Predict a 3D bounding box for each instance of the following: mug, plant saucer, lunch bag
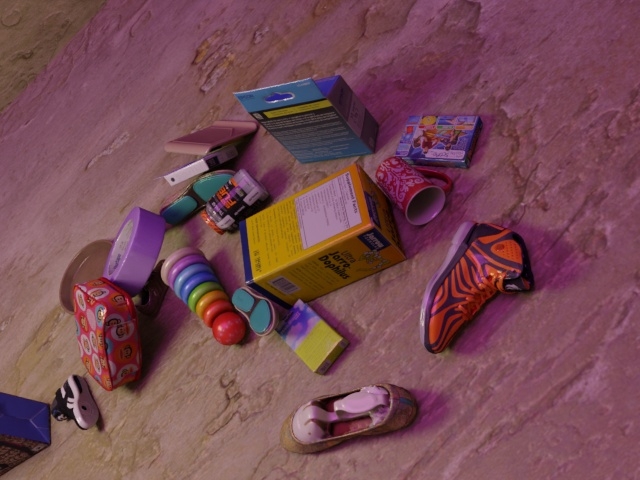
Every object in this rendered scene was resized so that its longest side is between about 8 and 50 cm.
[{"bbox_3d":[0.232,-0.131,1.501,0.169,0.150,0.113,52,134,44],"label":"mug"},{"bbox_3d":[-0.778,0.128,2.035,0.278,0.041,0.277,-16,57,26],"label":"plant saucer"},{"bbox_3d":[-0.630,0.262,1.726,0.258,0.120,0.293,21,117,40],"label":"lunch bag"}]

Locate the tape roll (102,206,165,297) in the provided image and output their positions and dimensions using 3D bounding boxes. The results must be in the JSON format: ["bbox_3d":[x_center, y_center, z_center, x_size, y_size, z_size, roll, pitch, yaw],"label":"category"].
[{"bbox_3d":[-0.581,0.036,1.855,0.275,0.090,0.274,-41,36,39],"label":"tape roll"}]

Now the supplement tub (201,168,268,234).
[{"bbox_3d":[-0.257,-0.113,1.780,0.190,0.117,0.117,-44,50,5],"label":"supplement tub"}]

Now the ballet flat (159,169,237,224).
[{"bbox_3d":[-0.385,-0.162,1.906,0.316,0.107,0.106,-24,35,19],"label":"ballet flat"}]

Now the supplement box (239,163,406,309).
[{"bbox_3d":[0.000,0.000,1.500,0.357,0.195,0.194,-25,54,20],"label":"supplement box"}]

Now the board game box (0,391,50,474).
[{"bbox_3d":[-1.010,0.595,1.798,0.291,0.232,0.141,-33,51,15],"label":"board game box"}]

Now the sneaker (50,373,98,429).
[{"bbox_3d":[-0.736,0.512,1.775,0.121,0.079,0.217,-49,41,4],"label":"sneaker"}]

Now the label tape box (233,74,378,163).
[{"bbox_3d":[-0.030,-0.349,1.613,0.249,0.348,0.115,-3,63,32],"label":"label tape box"}]

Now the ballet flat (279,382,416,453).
[{"bbox_3d":[0.036,0.385,1.314,0.349,0.123,0.123,-20,56,23],"label":"ballet flat"}]

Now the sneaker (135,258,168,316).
[{"bbox_3d":[-0.512,0.136,1.836,0.066,0.071,0.188,-6,62,31],"label":"sneaker"}]

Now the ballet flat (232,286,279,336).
[{"bbox_3d":[-0.150,0.186,1.541,0.086,0.086,0.248,-51,32,-2],"label":"ballet flat"}]

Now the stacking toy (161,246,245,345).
[{"bbox_3d":[-0.313,0.161,1.662,0.141,0.141,0.330,-48,54,1],"label":"stacking toy"}]

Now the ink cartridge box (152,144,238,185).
[{"bbox_3d":[-0.397,-0.234,1.908,0.208,0.045,0.206,-16,15,25],"label":"ink cartridge box"}]

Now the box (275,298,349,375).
[{"bbox_3d":[-0.025,0.238,1.481,0.109,0.042,0.178,-50,49,-1],"label":"box"}]

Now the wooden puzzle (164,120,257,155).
[{"bbox_3d":[-0.356,-0.332,1.957,0.221,0.044,0.239,11,35,38],"label":"wooden puzzle"}]

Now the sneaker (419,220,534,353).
[{"bbox_3d":[0.338,0.105,1.267,0.180,0.124,0.321,15,73,39],"label":"sneaker"}]

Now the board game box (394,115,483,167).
[{"bbox_3d":[0.304,-0.259,1.551,0.201,0.035,0.136,10,70,36],"label":"board game box"}]
